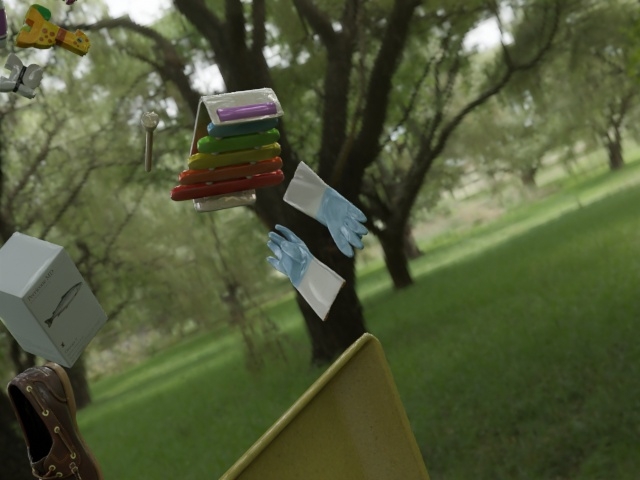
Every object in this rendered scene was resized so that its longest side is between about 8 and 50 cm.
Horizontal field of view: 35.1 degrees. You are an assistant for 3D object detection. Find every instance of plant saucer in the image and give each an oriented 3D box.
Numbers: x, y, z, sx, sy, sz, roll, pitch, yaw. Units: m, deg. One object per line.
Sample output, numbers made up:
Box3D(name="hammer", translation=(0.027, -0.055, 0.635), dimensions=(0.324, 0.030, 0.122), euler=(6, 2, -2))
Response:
Box3D(name="plant saucer", translation=(0.011, 0.315, 1.081), dimensions=(0.081, 0.332, 0.333), euler=(-12, 14, 32))

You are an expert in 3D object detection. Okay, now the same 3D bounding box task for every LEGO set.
Box3D(name="LEGO set", translation=(-0.372, -0.303, 1.438), dimensions=(0.093, 0.227, 0.087), euler=(24, -20, -21))

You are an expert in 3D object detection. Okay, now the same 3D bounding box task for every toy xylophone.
Box3D(name="toy xylophone", translation=(-0.178, -0.150, 1.700), dimensions=(0.236, 0.081, 0.322), euler=(-14, -22, -10))

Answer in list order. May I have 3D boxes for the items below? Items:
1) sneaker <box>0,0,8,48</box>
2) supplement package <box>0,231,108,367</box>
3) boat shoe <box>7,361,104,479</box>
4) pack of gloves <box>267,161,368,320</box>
Box3D(name="sneaker", translation=(-0.695, -0.466, 1.881), dimensions=(0.282, 0.161, 0.102), euler=(17, 32, 21))
Box3D(name="supplement package", translation=(-0.419, 0.091, 1.529), dimensions=(0.105, 0.179, 0.105), euler=(15, 56, 28))
Box3D(name="boat shoe", translation=(-0.321, 0.253, 1.213), dimensions=(0.073, 0.206, 0.073), euler=(-19, 3, 27))
Box3D(name="pack of gloves", translation=(0.000, 0.000, 1.776), dimensions=(0.046, 0.232, 0.195), euler=(9, -66, -41))
